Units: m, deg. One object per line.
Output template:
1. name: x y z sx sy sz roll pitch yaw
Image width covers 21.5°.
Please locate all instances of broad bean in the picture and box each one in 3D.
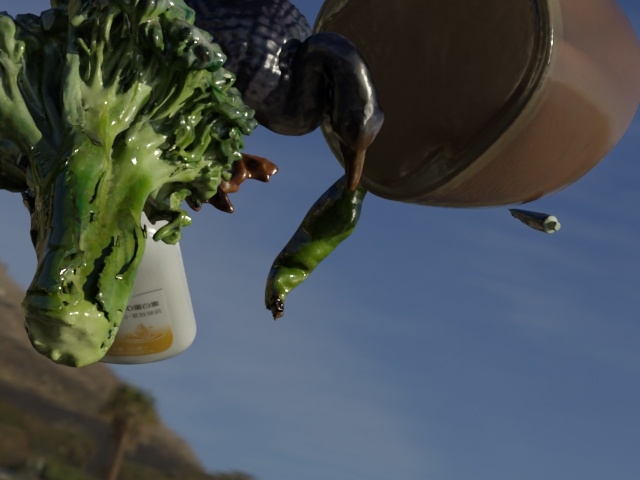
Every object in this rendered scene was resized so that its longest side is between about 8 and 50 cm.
1. broad bean: -0.005 0.000 1.847 0.046 0.195 0.061 36 -3 -34

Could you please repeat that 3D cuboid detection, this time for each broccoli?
1. broccoli: -0.161 -0.060 1.024 0.199 0.275 0.177 34 -53 -2

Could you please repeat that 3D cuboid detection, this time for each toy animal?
1. toy animal: -0.078 -0.135 1.441 0.298 0.122 0.185 38 -49 29

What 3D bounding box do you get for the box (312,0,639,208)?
1. box: 0.163 -0.168 1.679 0.301 0.300 0.216 1 -9 41

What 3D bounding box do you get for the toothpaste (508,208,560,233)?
1. toothpaste: 0.229 -0.021 1.791 0.027 0.019 0.083 32 -5 -29

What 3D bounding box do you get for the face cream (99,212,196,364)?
1. face cream: -0.207 0.019 1.694 0.144 0.071 0.291 -1 -40 2
